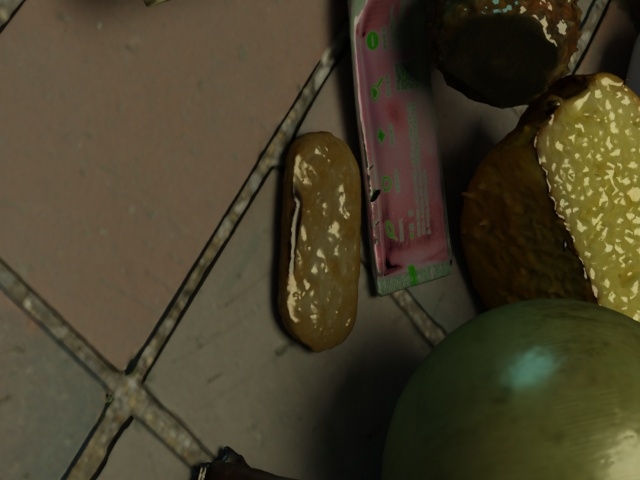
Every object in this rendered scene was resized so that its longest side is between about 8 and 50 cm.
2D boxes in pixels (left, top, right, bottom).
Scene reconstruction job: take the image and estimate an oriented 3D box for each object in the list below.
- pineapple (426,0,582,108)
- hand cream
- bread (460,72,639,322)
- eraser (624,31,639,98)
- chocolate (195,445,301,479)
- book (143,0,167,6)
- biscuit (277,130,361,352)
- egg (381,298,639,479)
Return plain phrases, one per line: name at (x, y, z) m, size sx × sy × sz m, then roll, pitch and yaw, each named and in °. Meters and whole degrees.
pineapple at (0.136, -0.179, 1.092) m, size 0.108 × 0.108 × 0.197 m, roll 53°, pitch 34°, yaw -28°
hand cream at (0.053, -0.104, 1.071) m, size 0.079 × 0.050 × 0.275 m, roll -9°, pitch 99°, yaw -20°
bread at (0.181, 0.001, 1.118) m, size 0.143 × 0.139 × 0.229 m, roll -34°, pitch 105°, yaw -42°
eraser at (0.285, -0.058, 1.283) m, size 0.204 × 0.059 × 0.243 m, roll -15°, pitch 101°, yaw -45°
chocolate at (-0.032, 0.286, 0.898) m, size 0.112 × 0.112 × 0.321 m, roll 29°, pitch 67°, yaw -42°
book at (-0.046, -0.271, 0.955) m, size 0.295 × 0.020 × 0.208 m, roll -29°, pitch 90°, yaw -42°
biscuit at (0.000, 0.000, 1.021) m, size 0.071 × 0.018 × 0.147 m, roll 10°, pitch 78°, yaw -47°
egg at (0.147, 0.174, 1.007) m, size 0.218 × 0.218 × 0.295 m, roll -38°, pitch 143°, yaw -40°
